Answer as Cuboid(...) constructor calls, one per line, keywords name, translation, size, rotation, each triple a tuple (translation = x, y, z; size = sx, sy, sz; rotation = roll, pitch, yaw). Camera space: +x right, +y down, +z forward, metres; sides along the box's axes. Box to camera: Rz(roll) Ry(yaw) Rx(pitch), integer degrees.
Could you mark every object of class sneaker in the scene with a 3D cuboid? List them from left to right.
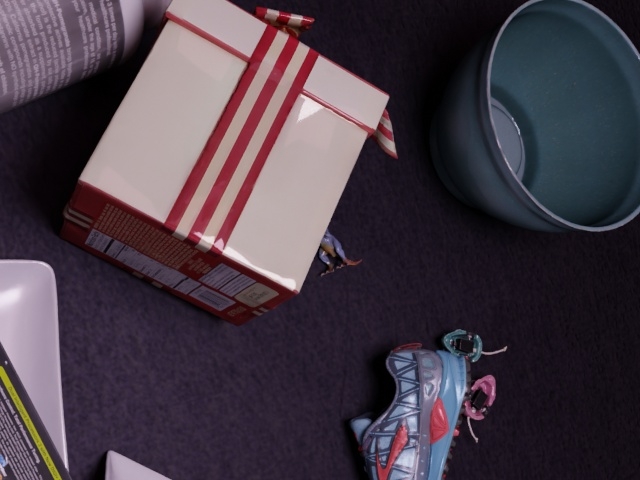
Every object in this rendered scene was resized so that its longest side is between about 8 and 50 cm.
Cuboid(name="sneaker", translation=(0.089, 0.249, 1.084), size=(0.125, 0.104, 0.262), rotation=(16, 82, 6))

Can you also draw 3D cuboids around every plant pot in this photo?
Cuboid(name="plant pot", translation=(0.265, -0.141, 1.184), size=(0.293, 0.196, 0.293), rotation=(6, 79, -30))

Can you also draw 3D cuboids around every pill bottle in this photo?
Cuboid(name="pill bottle", translation=(-0.285, -0.229, 0.887), size=(0.318, 0.176, 0.176), rotation=(-31, 97, -31))

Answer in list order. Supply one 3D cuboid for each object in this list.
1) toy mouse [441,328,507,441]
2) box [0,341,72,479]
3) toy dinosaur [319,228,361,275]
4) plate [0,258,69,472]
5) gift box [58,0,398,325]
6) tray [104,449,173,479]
Cuboid(name="toy mouse", translation=(0.183, 0.170, 1.174), size=(0.143, 0.031, 0.161), rotation=(-32, 98, -31))
Cuboid(name="box", translation=(-0.342, 0.188, 0.764), size=(0.216, 0.060, 0.270), rotation=(-29, 92, -39))
Cuboid(name="toy dinosaur", translation=(0.000, 0.000, 1.107), size=(0.090, 0.047, 0.082), rotation=(-6, 72, -64))
Cuboid(name="plate", translation=(-0.371, 0.153, 0.822), size=(0.277, 0.045, 0.278), rotation=(2, 73, -34))
Cuboid(name="gift box", translation=(-0.086, -0.076, 0.938), size=(0.276, 0.255, 0.258), rotation=(29, 69, -17))
Cuboid(name="tray", translation=(-0.145, 0.305, 0.848), size=(0.145, 0.270, 0.030), rotation=(32, 101, -20))
